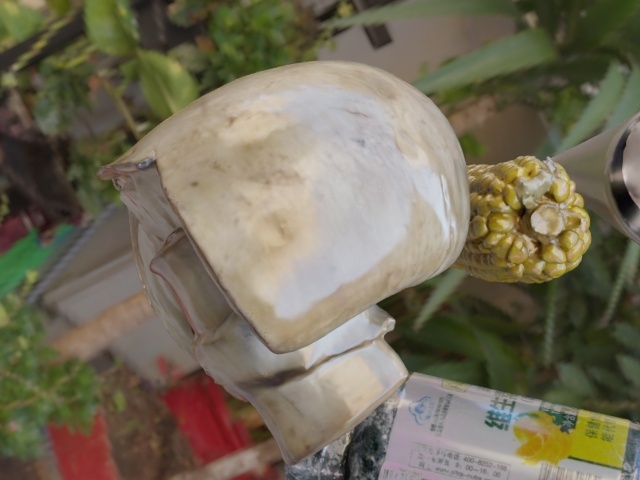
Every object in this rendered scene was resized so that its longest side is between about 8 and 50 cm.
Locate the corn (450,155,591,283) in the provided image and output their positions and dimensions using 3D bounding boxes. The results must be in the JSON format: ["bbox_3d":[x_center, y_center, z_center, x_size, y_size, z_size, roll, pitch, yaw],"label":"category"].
[{"bbox_3d":[0.126,-0.017,1.136,0.101,0.101,0.291,63,-13,-9],"label":"corn"}]

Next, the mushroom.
[{"bbox_3d":[0.000,0.000,0.796,0.195,0.189,0.254,57,-10,2],"label":"mushroom"}]

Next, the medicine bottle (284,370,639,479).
[{"bbox_3d":[0.121,0.191,1.190,0.141,0.293,0.141,11,90,-78],"label":"medicine bottle"}]

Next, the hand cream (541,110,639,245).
[{"bbox_3d":[0.281,-0.045,1.185,0.358,0.185,0.118,4,101,-84],"label":"hand cream"}]
